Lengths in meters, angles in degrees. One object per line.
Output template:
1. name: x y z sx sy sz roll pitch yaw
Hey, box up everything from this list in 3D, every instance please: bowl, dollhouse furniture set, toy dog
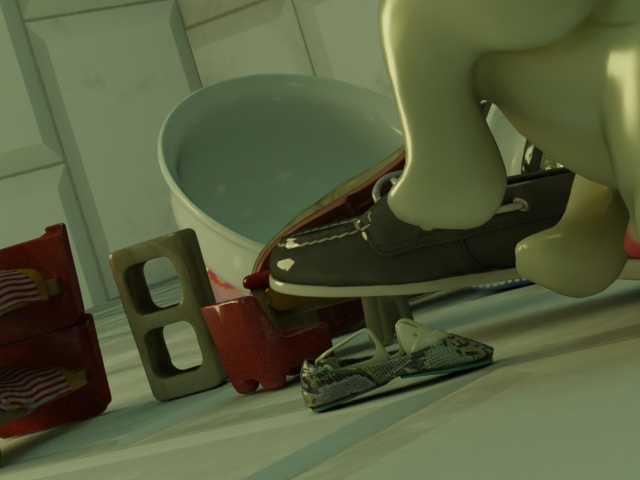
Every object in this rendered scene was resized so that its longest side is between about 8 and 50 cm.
1. bowl: -0.018 -0.025 1.902 0.298 0.134 0.298 8 37 -6
2. dollhouse furniture set: -0.147 0.052 1.429 0.374 0.152 0.201 -16 2 20
3. toy dog: 0.204 -0.130 1.045 0.395 0.408 0.284 -37 -43 8

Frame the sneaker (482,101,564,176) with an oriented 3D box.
1. sneaker: 0.315 -0.185 1.457 0.257 0.447 0.169 16 -13 45

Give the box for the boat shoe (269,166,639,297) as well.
1. boat shoe: 0.120 -0.022 1.264 0.335 0.095 0.112 -4 10 23

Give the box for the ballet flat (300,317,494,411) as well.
1. ballet flat: 0.041 0.066 1.132 0.114 0.041 0.041 -16 2 11

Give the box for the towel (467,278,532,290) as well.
1. towel: 0.292 -0.029 1.629 0.243 0.040 0.336 -17 2 33

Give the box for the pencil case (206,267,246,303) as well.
1. pencil case: 0.000 0.000 2.108 0.284 0.124 0.124 -17 2 11

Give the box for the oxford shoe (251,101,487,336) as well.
1. oxford shoe: 0.091 -0.039 1.653 0.348 0.123 0.130 -25 11 -7

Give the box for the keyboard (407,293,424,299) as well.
1. keyboard: 0.090 0.016 1.763 0.256 0.072 0.014 -18 -38 -34
